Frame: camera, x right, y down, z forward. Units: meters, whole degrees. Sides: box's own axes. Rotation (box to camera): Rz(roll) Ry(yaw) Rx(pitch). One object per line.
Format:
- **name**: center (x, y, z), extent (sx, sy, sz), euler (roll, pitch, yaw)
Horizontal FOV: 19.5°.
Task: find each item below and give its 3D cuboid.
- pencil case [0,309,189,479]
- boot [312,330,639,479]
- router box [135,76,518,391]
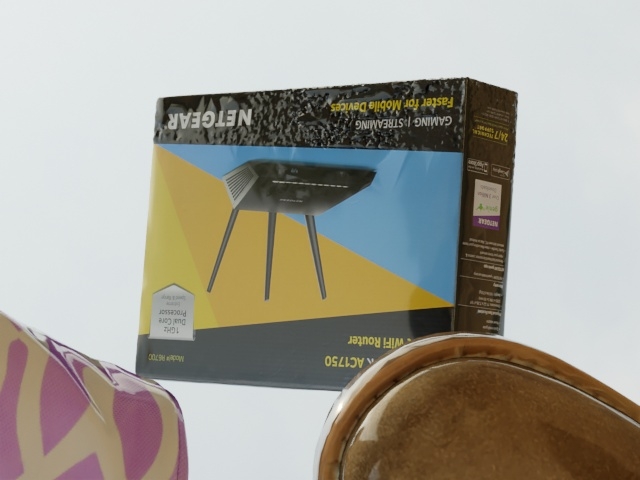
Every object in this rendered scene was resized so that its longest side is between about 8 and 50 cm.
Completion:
- **pencil case**: center (-0.134, 0.042, 0.471), extent (0.206, 0.086, 0.088), euler (21, -172, -25)
- **boot**: center (0.114, 0.148, 0.462), extent (0.305, 0.112, 0.115), euler (51, 180, -3)
- **router box**: center (0.000, 0.000, 0.819), extent (0.179, 0.133, 0.046), euler (-1, 174, 40)
